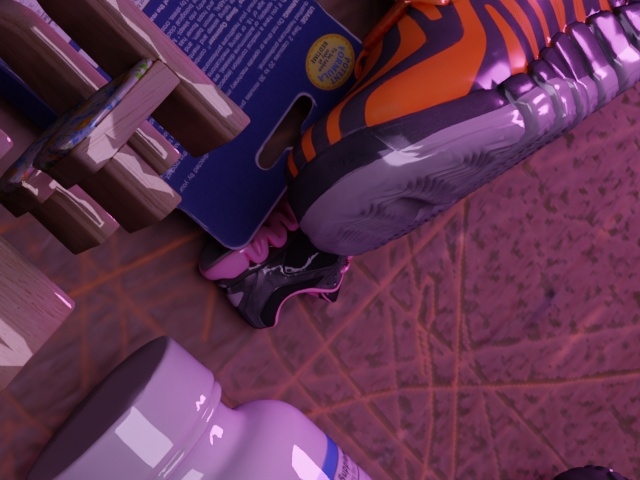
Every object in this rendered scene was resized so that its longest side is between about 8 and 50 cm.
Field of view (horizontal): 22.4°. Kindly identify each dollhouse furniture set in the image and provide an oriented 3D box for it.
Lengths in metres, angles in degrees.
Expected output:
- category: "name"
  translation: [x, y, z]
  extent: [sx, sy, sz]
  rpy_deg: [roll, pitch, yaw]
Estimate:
- category: "dollhouse furniture set"
  translation: [-0.185, -0.008, 0.593]
  extent: [0.161, 0.242, 0.212]
  rpy_deg: [45, 68, -13]

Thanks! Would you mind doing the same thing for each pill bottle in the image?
- category: "pill bottle"
  translation: [-0.020, 0.149, 0.712]
  extent: [0.221, 0.124, 0.124]
  rpy_deg: [44, 68, -13]

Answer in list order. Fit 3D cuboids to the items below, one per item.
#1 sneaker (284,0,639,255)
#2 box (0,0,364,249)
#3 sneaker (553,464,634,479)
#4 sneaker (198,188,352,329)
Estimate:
- category: "sneaker"
  translation: [0.048, -0.114, 0.757]
  extent: [0.180, 0.125, 0.321]
  rpy_deg: [57, 34, 1]
- category: "box"
  translation: [-0.094, -0.108, 0.754]
  extent: [0.225, 0.036, 0.136]
  rpy_deg: [40, 64, -14]
- category: "sneaker"
  translation: [0.175, 0.252, 0.801]
  extent: [0.124, 0.107, 0.283]
  rpy_deg: [-33, 97, -18]
- category: "sneaker"
  translation: [0.000, 0.000, 0.788]
  extent: [0.119, 0.047, 0.057]
  rpy_deg: [-34, 104, -16]
